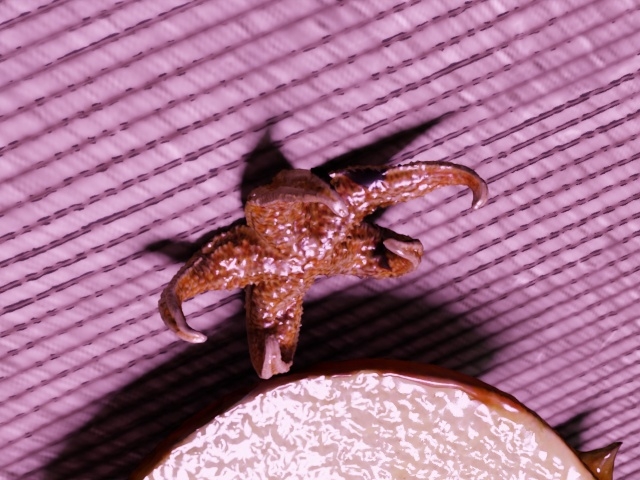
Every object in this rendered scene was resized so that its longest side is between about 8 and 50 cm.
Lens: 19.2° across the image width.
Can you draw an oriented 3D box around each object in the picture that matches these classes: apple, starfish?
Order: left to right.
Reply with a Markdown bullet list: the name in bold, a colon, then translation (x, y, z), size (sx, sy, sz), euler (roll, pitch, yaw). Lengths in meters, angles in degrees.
- **apple**: translation (-0.004, 0.186, 1.217), size (0.346, 0.179, 0.254), euler (-32, 159, -2)
- **starfish**: translation (0.002, 0.000, 1.087), size (0.190, 0.074, 0.146), euler (-35, 144, 7)

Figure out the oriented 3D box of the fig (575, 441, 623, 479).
- **fig**: translation (0.172, 0.201, 1.414), size (0.109, 0.103, 0.154), euler (-25, 155, -53)
